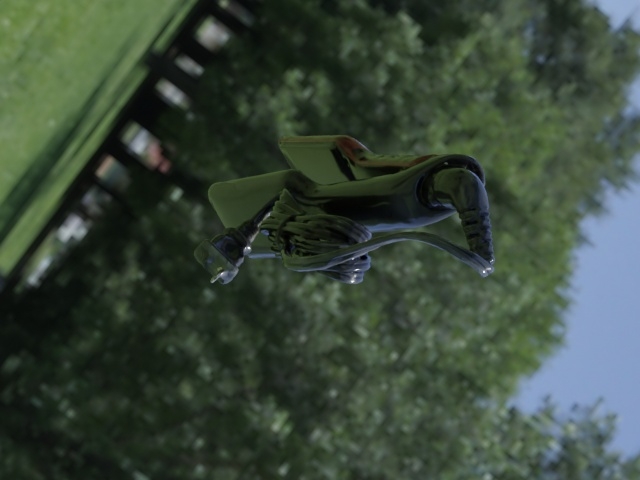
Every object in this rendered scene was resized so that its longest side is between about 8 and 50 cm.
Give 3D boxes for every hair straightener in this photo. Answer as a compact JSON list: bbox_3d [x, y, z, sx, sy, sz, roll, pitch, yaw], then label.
[{"bbox_3d":[0.000,0.000,0.655,0.089,0.047,0.230,-35,-162,-14],"label":"hair straightener"}]
